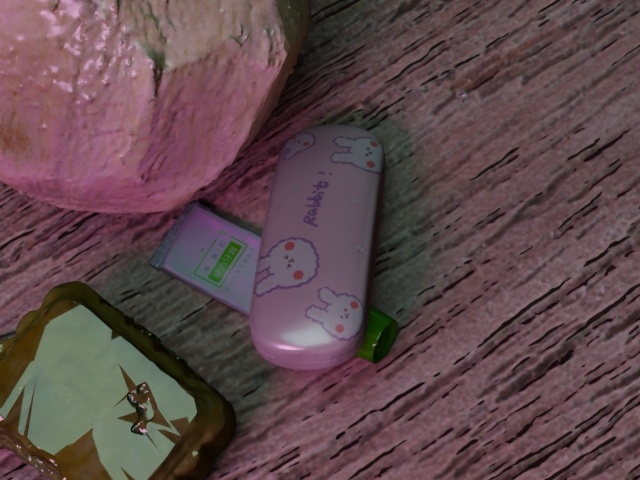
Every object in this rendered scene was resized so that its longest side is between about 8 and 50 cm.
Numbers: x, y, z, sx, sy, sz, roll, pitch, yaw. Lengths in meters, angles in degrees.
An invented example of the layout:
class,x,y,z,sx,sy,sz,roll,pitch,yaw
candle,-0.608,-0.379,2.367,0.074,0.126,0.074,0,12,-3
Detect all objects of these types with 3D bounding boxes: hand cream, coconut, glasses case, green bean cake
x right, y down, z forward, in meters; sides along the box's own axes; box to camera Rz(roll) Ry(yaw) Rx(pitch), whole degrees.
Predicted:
class,x,y,z,sx,sy,sz,roll,pitch,yaw
hand cream,-0.047,0.045,1.494,0.275,0.050,0.079,26,49,22
coconut,-0.224,-0.211,1.458,0.405,0.404,0.404,-3,69,9
glasses case,0.000,0.000,1.447,0.113,0.075,0.296,1,50,9
green bean cake,-0.230,0.184,1.408,0.236,0.124,0.233,38,82,12

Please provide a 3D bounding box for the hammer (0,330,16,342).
class,x,y,z,sx,sy,sz,roll,pitch,yaw
hammer,-0.383,0.122,1.529,0.292,0.029,0.058,-17,65,5
